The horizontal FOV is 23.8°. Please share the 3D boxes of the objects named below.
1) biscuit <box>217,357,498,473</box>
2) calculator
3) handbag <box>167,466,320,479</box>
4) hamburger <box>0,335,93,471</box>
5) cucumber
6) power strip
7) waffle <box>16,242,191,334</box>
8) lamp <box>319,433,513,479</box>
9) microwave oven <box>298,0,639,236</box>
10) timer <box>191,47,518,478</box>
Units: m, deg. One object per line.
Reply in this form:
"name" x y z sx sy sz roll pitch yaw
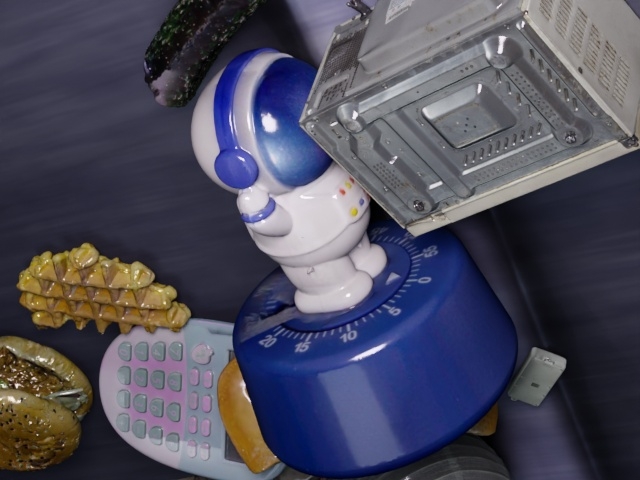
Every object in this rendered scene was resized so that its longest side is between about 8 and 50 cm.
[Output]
"biscuit" 0.034 0.155 1.630 0.299 0.154 0.045 -11 173 7
"calculator" -0.117 0.181 1.724 0.299 0.041 0.185 7 103 20
"handbag" -0.083 0.273 1.828 0.182 0.117 0.270 26 131 -2
"hamburger" -0.367 0.208 1.869 0.185 0.113 0.177 -12 130 33
"cucumber" -0.089 -0.206 1.329 0.067 0.067 0.245 30 137 -13
"power strip" 0.234 0.148 1.642 0.040 0.016 0.090 21 140 -1
"waffle" -0.254 0.066 1.715 0.160 0.046 0.192 41 136 -24
"lamp" 0.110 0.311 1.724 0.233 0.233 0.265 -7 146 28
"microwave oven" 0.127 -0.134 1.264 0.240 0.145 0.194 -22 129 39
"timer" 0.000 0.000 1.409 0.270 0.270 0.383 -9 122 29
